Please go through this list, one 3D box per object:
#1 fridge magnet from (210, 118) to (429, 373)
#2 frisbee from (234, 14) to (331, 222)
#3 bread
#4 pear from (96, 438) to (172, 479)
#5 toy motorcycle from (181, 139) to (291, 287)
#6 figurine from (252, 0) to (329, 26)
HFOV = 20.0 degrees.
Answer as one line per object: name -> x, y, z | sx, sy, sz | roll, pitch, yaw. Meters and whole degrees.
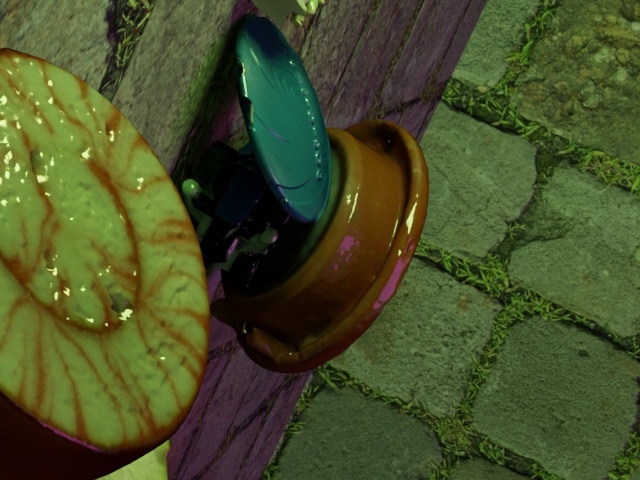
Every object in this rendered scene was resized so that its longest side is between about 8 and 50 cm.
fridge magnet -> 0.000, 0.000, 2.358 | 0.363, 0.155, 0.363 | -38, -144, 33
frisbee -> -0.030, -0.138, 2.029 | 0.242, 0.045, 0.242 | -14, 90, -72
bread -> -0.206, 0.023, 1.242 | 0.114, 0.295, 0.327 | -28, -168, 27
pear -> -0.280, 0.167, 1.322 | 0.191, 0.340, 0.386 | -24, -161, 25
toy motorcycle -> -0.086, -0.051, 2.191 | 0.196, 0.125, 0.331 | -60, 179, 1
figurine -> -0.018, -0.296, 1.974 | 0.146, 0.081, 0.098 | -56, 132, -39
